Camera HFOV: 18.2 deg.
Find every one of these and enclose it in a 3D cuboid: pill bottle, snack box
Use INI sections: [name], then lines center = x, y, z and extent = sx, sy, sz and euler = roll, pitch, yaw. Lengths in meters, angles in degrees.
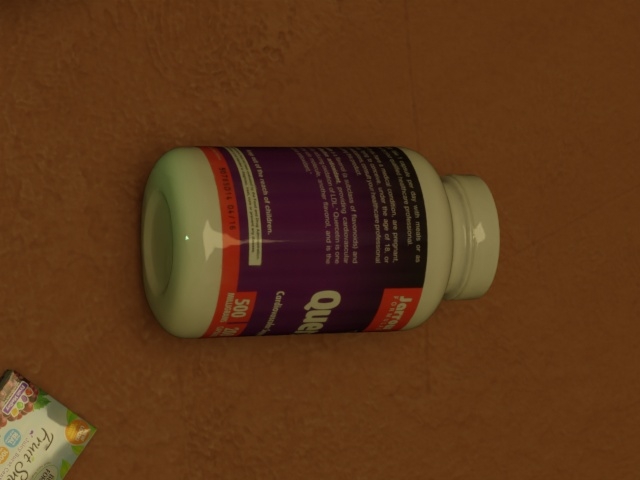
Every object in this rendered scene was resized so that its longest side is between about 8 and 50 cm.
[pill bottle]
center = 0.000, 0.000, 1.908
extent = 0.323, 0.181, 0.181
euler = -1, 88, -20
[snack box]
center = -0.292, 0.206, 1.870
extent = 0.100, 0.037, 0.141
euler = 38, 76, -16
